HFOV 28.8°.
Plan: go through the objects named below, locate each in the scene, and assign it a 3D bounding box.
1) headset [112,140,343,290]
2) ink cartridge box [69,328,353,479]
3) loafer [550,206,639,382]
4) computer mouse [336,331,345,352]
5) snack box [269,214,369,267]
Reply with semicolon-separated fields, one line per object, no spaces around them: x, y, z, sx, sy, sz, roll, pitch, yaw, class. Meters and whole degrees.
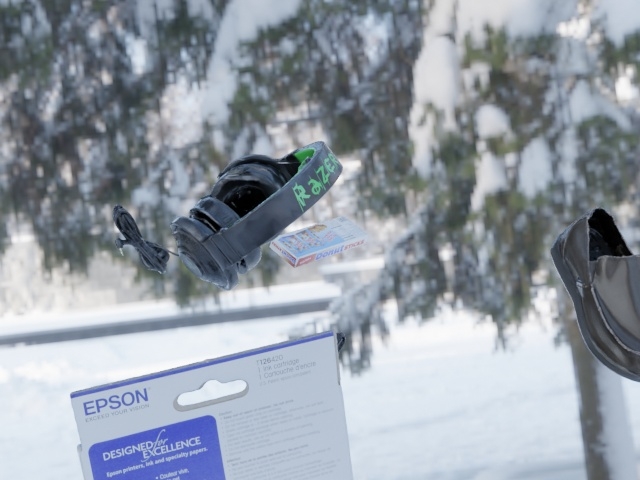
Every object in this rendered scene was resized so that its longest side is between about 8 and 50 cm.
-0.145;-0.046;1.830;0.394;0.185;0.243;-29;15;41;headset
-0.113;0.267;1.415;0.304;0.307;0.072;-12;16;-16;ink cartridge box
0.291;0.049;1.224;0.080;0.220;0.078;-2;-48;-22;loafer
-0.016;0.206;1.773;0.042;0.106;0.193;16;-29;-20;computer mouse
0.000;0.000;2.094;0.178;0.022;0.064;-18;48;-44;snack box
